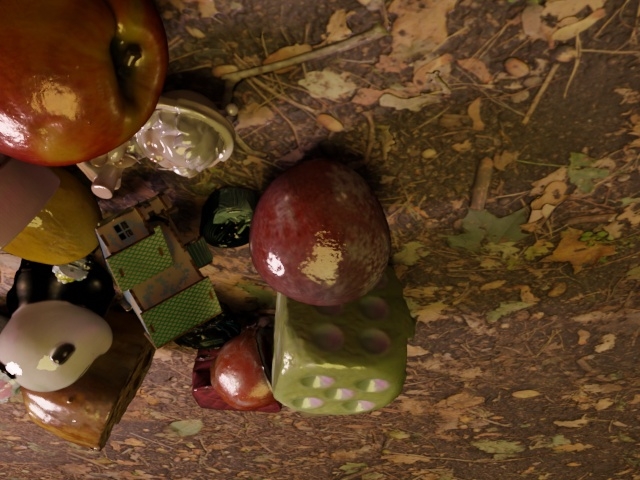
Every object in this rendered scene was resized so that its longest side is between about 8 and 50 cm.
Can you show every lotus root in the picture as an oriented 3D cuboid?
[{"bbox_3d":[-0.509,0.303,1.713,0.250,0.316,0.316,15,145,-2],"label":"lotus root"}]

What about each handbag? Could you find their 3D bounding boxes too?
[{"bbox_3d":[-0.192,0.327,1.873,0.225,0.135,0.146,-1,147,10],"label":"handbag"}]

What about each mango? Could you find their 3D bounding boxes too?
[{"bbox_3d":[-0.512,-0.069,1.288,0.332,0.142,0.195,30,132,-25],"label":"mango"}]

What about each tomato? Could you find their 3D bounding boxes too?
[{"bbox_3d":[-0.157,0.282,1.698,0.155,0.180,0.214,-24,162,9],"label":"tomato"}]

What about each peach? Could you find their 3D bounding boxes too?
[{"bbox_3d":[-0.329,-0.225,0.957,0.281,0.238,0.280,14,120,25],"label":"peach"}]

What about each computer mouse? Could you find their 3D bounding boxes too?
[{"bbox_3d":[-0.243,0.179,1.697,0.147,0.077,0.241,-11,156,4],"label":"computer mouse"}]

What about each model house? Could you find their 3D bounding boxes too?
[{"bbox_3d":[-0.268,0.066,1.359,0.178,0.206,0.271,-27,165,-21],"label":"model house"}]

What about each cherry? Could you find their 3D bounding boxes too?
[{"bbox_3d":[0.000,0.000,1.305,0.236,0.212,0.285,-3,138,-10],"label":"cherry"}]

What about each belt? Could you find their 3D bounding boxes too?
[{"bbox_3d":[-0.158,-0.036,1.389,0.105,0.058,0.140,12,144,-22],"label":"belt"}]

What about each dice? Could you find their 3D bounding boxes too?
[{"bbox_3d":[0.035,0.189,1.552,0.255,0.252,0.249,4,147,-9],"label":"dice"}]

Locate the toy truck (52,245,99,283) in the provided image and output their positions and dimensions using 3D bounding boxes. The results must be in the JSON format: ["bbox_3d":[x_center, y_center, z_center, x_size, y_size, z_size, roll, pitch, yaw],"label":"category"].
[{"bbox_3d":[-0.462,0.029,1.452,0.076,0.111,0.077,25,145,-30],"label":"toy truck"}]

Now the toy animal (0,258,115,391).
[{"bbox_3d":[-0.506,0.164,1.521,0.213,0.266,0.212,-3,149,-2],"label":"toy animal"}]

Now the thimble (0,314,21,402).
[{"bbox_3d":[-0.723,0.255,1.717,0.149,0.185,0.211,32,160,-36],"label":"thimble"}]

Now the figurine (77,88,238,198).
[{"bbox_3d":[-0.232,-0.147,1.151,0.237,0.141,0.162,-7,150,11],"label":"figurine"}]

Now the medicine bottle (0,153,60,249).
[{"bbox_3d":[-0.540,-0.127,1.049,0.212,0.212,0.325,-23,119,32],"label":"medicine bottle"}]
